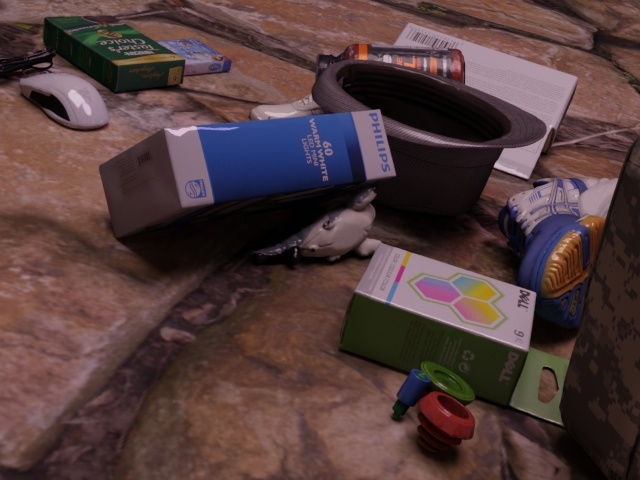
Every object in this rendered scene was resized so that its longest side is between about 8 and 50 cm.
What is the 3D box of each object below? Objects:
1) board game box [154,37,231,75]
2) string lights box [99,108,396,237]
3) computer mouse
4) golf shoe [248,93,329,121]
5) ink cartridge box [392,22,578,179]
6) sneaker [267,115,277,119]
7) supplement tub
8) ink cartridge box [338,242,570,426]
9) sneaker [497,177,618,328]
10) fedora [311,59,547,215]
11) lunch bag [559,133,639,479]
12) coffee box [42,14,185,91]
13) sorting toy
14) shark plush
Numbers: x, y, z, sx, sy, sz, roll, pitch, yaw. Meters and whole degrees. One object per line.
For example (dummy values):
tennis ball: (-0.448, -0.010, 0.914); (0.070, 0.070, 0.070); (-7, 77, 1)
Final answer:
board game box: (-0.190, -0.265, 1.378); (0.090, 0.020, 0.090); (-17, 41, -43)
string lights box: (-0.067, -0.070, 0.944); (0.259, 0.077, 0.133); (-11, -4, -39)
computer mouse: (-0.321, -0.190, 1.156); (0.193, 0.042, 0.106); (33, 32, 32)
golf shoe: (-0.004, -0.170, 1.220); (0.176, 0.086, 0.069); (1, 32, -20)
ink cartridge box: (0.207, -0.192, 1.389); (0.275, 0.060, 0.239); (22, 54, 14)
sneaker: (-0.040, -0.108, 1.133); (0.067, 0.042, 0.118); (16, 32, -3)
supplement tub: (0.091, -0.211, 1.293); (0.197, 0.106, 0.106); (2, 28, -1)
ink cartridge box: (0.132, 0.079, 0.844); (0.209, 0.062, 0.109); (19, 27, 8)
sneaker: (0.242, 0.007, 1.013); (0.131, 0.112, 0.296); (9, 20, 26)
fedora: (0.111, -0.111, 1.119); (0.275, 0.124, 0.243); (24, 29, 19)
lunch bag: (0.334, 0.090, 0.670); (0.212, 0.305, 0.256); (-1, 27, -20)
coffee box: (-0.281, -0.258, 1.300); (0.113, 0.040, 0.184); (-14, 39, -42)
sorting toy: (0.088, 0.134, 0.757); (0.061, 0.042, 0.102); (30, 16, -3)
shark plush: (0.000, 0.000, 0.975); (0.161, 0.073, 0.067); (-35, 32, -30)
